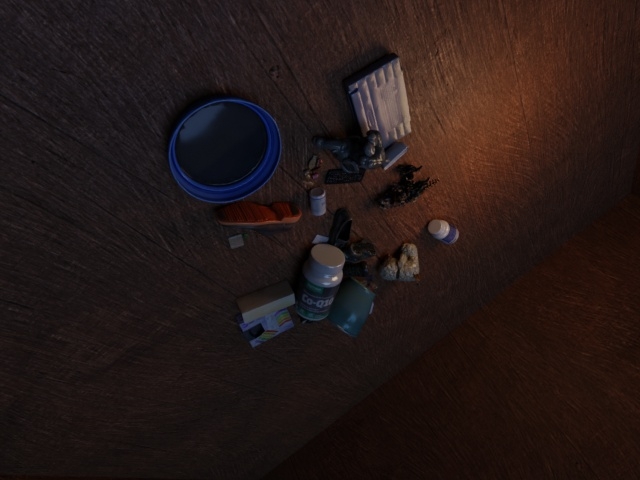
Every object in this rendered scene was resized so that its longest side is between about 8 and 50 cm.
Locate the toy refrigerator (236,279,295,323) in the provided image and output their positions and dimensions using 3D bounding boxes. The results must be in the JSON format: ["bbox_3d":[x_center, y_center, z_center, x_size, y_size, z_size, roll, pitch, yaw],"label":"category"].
[{"bbox_3d":[-0.268,0.303,2.023,0.269,0.102,0.094,-20,137,-18],"label":"toy refrigerator"}]

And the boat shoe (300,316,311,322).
[{"bbox_3d":[-0.047,0.407,2.228,0.068,0.081,0.228,8,159,-19],"label":"boat shoe"}]

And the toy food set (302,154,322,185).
[{"bbox_3d":[-0.030,-0.289,1.681,0.077,0.019,0.122,12,114,-41],"label":"toy food set"}]

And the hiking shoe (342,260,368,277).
[{"bbox_3d":[0.166,0.157,2.111,0.114,0.086,0.227,-10,176,-22],"label":"hiking shoe"}]

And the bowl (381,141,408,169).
[{"bbox_3d":[0.311,-0.370,1.770,0.142,0.053,0.142,-43,176,11],"label":"bowl"}]

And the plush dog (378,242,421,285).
[{"bbox_3d":[0.442,0.167,2.328,0.225,0.211,0.263,-5,135,6],"label":"plush dog"}]

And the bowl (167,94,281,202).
[{"bbox_3d":[-0.328,-0.312,1.414,0.390,0.077,0.391,-19,137,-18],"label":"bowl"}]

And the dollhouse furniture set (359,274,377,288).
[{"bbox_3d":[0.270,0.274,2.371,0.114,0.081,0.091,-20,137,-17],"label":"dollhouse furniture set"}]

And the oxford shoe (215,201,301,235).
[{"bbox_3d":[-0.252,-0.069,1.663,0.363,0.130,0.133,-2,136,-32],"label":"oxford shoe"}]

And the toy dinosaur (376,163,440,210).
[{"bbox_3d":[0.419,-0.248,1.960,0.322,0.164,0.218,-40,158,-22],"label":"toy dinosaur"}]

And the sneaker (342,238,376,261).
[{"bbox_3d":[0.189,0.057,2.095,0.106,0.101,0.267,-35,160,31],"label":"sneaker"}]

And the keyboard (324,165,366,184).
[{"bbox_3d":[0.115,-0.282,1.770,0.191,0.038,0.100,-10,133,-28],"label":"keyboard"}]

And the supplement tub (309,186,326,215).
[{"bbox_3d":[-0.012,-0.169,1.768,0.071,0.071,0.107,-21,138,-16],"label":"supplement tub"}]

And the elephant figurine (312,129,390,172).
[{"bbox_3d":[0.122,-0.352,1.614,0.169,0.239,0.186,-48,132,-44],"label":"elephant figurine"}]

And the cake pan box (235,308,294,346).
[{"bbox_3d":[-0.291,0.427,2.155,0.266,0.070,0.246,-25,136,-11],"label":"cake pan box"}]

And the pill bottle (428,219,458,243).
[{"bbox_3d":[0.691,-0.053,2.317,0.186,0.112,0.112,20,116,-44],"label":"pill bottle"}]

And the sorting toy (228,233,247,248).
[{"bbox_3d":[-0.347,-0.002,1.746,0.083,0.012,0.062,-18,132,-14],"label":"sorting toy"}]

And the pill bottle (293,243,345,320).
[{"bbox_3d":[-0.007,0.206,2.028,0.204,0.204,0.361,-7,132,-29],"label":"pill bottle"}]

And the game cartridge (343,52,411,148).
[{"bbox_3d":[0.235,-0.520,1.607,0.230,0.068,0.355,-35,140,-7],"label":"game cartridge"}]

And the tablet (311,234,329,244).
[{"bbox_3d":[0.000,0.000,1.986,0.083,0.006,0.054,15,120,-41],"label":"tablet"}]

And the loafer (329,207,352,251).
[{"bbox_3d":[0.103,-0.029,1.966,0.096,0.084,0.268,-15,136,-22],"label":"loafer"}]

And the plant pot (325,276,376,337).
[{"bbox_3d":[0.162,0.346,2.247,0.255,0.271,0.271,-55,137,2],"label":"plant pot"}]

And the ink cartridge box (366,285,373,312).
[{"bbox_3d":[0.240,0.382,2.479,0.180,0.056,0.225,-15,137,-22],"label":"ink cartridge box"}]
